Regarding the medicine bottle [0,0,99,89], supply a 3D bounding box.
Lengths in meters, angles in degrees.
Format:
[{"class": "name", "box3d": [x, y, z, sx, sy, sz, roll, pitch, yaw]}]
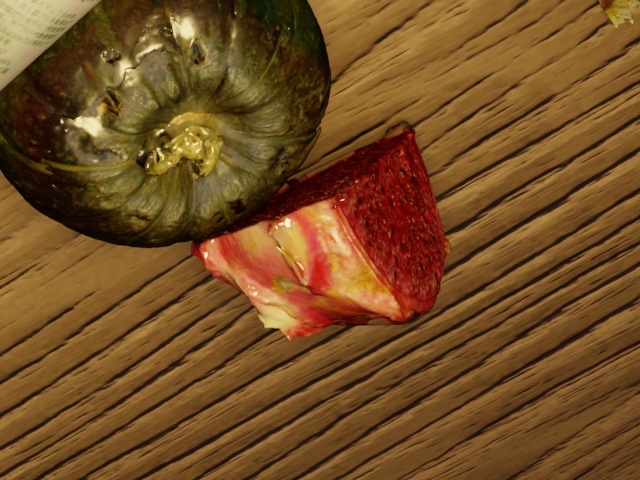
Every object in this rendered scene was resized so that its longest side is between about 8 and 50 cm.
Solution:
[{"class": "medicine bottle", "box3d": [-0.220, -0.160, 1.105, 0.293, 0.141, 0.141, -38, 142, 19]}]

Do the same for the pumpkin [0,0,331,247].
[{"class": "pumpkin", "box3d": [-0.106, -0.094, 1.239, 0.238, 0.159, 0.238, -13, 140, -11]}]

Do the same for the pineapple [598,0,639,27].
[{"class": "pineapple", "box3d": [0.230, -0.198, 1.420, 0.045, 0.019, 0.083, -28, 141, 10]}]

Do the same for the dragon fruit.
[{"class": "dragon fruit", "box3d": [-0.001, 0.011, 1.379, 0.161, 0.126, 0.274, -16, -169, 19]}]
